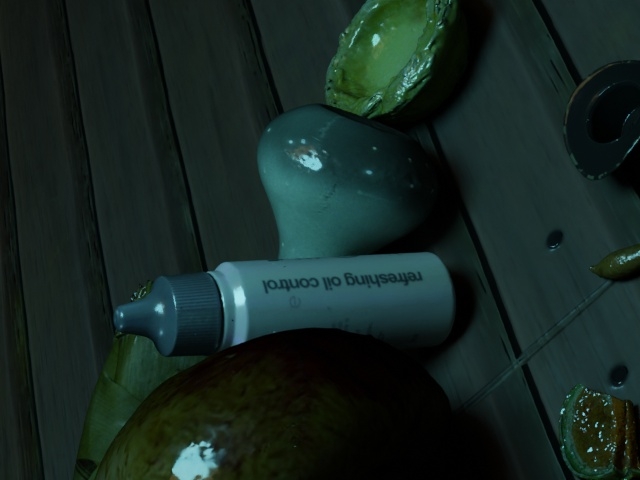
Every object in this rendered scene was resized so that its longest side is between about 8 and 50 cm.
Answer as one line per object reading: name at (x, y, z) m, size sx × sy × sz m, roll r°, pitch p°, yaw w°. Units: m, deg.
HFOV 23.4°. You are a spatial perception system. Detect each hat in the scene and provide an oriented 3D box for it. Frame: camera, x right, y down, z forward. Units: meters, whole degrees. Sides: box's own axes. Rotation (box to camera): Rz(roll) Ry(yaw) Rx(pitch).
hat at (0.263, -0.099, 1.334) m, size 0.121 × 0.050 × 0.121 m, roll -34°, pitch 39°, yaw 32°

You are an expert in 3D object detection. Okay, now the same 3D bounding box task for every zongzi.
zongzi at (-0.161, 0.173, 1.448) m, size 0.300 × 0.145 × 0.274 m, roll 39°, pitch -122°, yaw -85°

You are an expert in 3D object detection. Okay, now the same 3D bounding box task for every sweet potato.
sweet potato at (0.267, 0.013, 1.275) m, size 0.115 × 0.026 × 0.026 m, roll -19°, pitch 53°, yaw 42°

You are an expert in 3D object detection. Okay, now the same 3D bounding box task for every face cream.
face cream at (-0.034, 0.061, 1.372) m, size 0.092 × 0.311 × 0.092 m, roll 177°, pitch 90°, yaw -65°

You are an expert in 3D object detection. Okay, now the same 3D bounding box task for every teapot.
teapot at (0.000, 0.000, 1.507) m, size 0.183 × 0.183 × 0.251 m, roll 35°, pitch 106°, yaw 55°

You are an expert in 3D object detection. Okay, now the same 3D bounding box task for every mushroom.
mushroom at (0.006, 0.229, 1.265) m, size 0.334 × 0.356 × 0.331 m, roll -49°, pitch 0°, yaw 15°

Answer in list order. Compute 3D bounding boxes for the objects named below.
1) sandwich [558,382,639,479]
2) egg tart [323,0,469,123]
sandwich at (0.220, 0.156, 1.234) m, size 0.069 × 0.026 × 0.101 m, roll -34°, pitch 43°, yaw 35°
egg tart at (0.085, -0.195, 1.601) m, size 0.197 × 0.078 × 0.197 m, roll -33°, pitch 42°, yaw 35°
